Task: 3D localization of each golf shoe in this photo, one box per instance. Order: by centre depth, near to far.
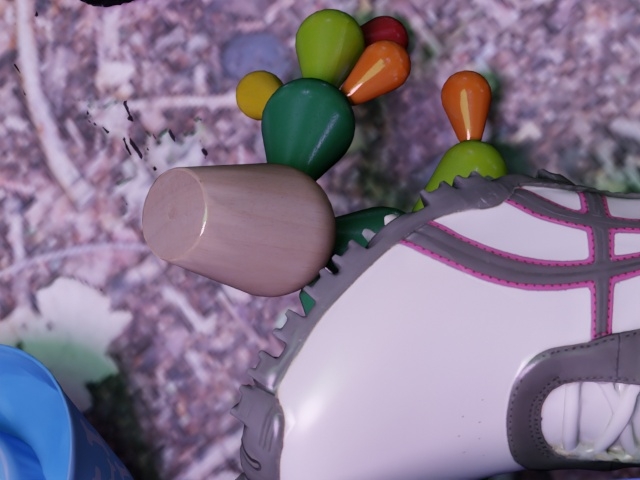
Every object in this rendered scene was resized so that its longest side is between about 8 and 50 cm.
[{"bbox_3d":[0.103,0.033,0.628,0.272,0.105,0.120,-22,42,-19],"label":"golf shoe"}]

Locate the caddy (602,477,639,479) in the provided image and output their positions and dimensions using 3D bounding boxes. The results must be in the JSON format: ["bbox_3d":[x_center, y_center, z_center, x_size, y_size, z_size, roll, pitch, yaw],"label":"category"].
[{"bbox_3d":[0.054,0.187,0.638,0.341,0.241,0.179,-10,76,20],"label":"caddy"}]

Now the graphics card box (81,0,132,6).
[{"bbox_3d":[-0.037,-0.307,0.809,0.232,0.094,0.371,-9,81,19],"label":"graphics card box"}]

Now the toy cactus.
[{"bbox_3d":[0.000,0.000,0.721,0.112,0.180,0.219,-16,72,39],"label":"toy cactus"}]

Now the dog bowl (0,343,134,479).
[{"bbox_3d":[-0.160,0.190,0.749,0.166,0.074,0.297,-9,55,34],"label":"dog bowl"}]
